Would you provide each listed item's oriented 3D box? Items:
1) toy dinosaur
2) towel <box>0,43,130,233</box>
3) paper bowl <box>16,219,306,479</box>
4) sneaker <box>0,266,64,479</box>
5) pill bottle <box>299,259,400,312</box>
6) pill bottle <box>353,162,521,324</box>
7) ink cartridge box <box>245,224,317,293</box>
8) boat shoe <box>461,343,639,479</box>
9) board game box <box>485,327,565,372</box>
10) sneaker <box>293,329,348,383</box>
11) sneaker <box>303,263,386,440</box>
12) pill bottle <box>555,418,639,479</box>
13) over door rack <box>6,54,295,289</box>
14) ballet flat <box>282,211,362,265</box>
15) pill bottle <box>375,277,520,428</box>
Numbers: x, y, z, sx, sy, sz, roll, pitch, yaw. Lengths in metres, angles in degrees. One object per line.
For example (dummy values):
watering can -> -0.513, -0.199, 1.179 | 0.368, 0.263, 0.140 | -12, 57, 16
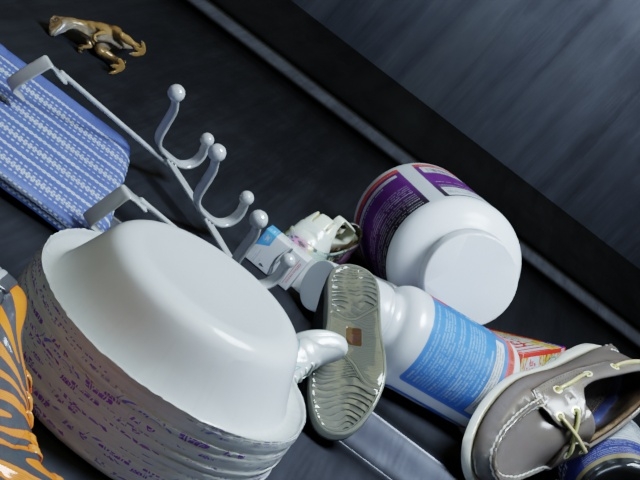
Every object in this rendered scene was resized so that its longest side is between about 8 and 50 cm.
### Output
toy dinosaur -> -0.298, -0.290, 2.233 | 0.112, 0.064, 0.211 | 46, 17, 28
towel -> -0.329, -0.115, 1.743 | 0.243, 0.040, 0.336 | 37, 17, -14
paper bowl -> -0.135, 0.091, 1.374 | 0.284, 0.148, 0.284 | 34, 17, -12
sneaker -> -0.228, 0.153, 1.084 | 0.180, 0.124, 0.321 | 38, 26, -15
pill bottle -> 0.044, 0.075, 1.935 | 0.137, 0.078, 0.078 | 24, 21, -41
pill bottle -> 0.160, 0.011, 2.098 | 0.181, 0.181, 0.323 | 33, 7, -17
ink cartridge box -> -0.045, 0.027, 1.928 | 0.083, 0.048, 0.028 | 39, 16, 4
boat shoe -> 0.290, 0.210, 1.858 | 0.097, 0.116, 0.324 | 8, 21, 40
board game box -> 0.230, 0.152, 2.078 | 0.147, 0.045, 0.193 | 12, 5, 24
sneaker -> -0.038, 0.133, 1.581 | 0.152, 0.053, 0.061 | -11, 55, -25
sneaker -> 0.020, 0.145, 1.700 | 0.083, 0.118, 0.222 | 15, 48, -5
pill bottle -> 0.360, 0.283, 1.968 | 0.123, 0.123, 0.219 | 34, 15, -14
over door rack -> -0.173, -0.083, 1.768 | 0.324, 0.108, 0.239 | 25, 25, -53
ballet flat -> 0.000, 0.000, 2.047 | 0.077, 0.079, 0.221 | 43, 17, 13
pill bottle -> 0.122, 0.129, 1.868 | 0.221, 0.124, 0.124 | 31, 17, -26
